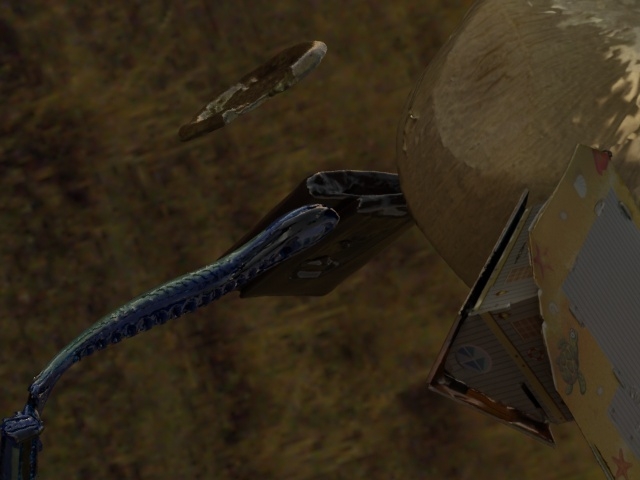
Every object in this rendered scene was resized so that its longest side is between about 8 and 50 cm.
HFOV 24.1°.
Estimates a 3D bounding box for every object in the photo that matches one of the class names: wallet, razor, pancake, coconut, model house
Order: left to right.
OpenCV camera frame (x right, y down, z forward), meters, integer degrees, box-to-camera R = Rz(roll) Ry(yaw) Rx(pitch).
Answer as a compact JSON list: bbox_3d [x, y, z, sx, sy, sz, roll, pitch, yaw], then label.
[{"bbox_3d":[-0.112,0.054,1.080,0.056,0.324,0.093,43,-31,16],"label":"razor"},{"bbox_3d":[-0.094,-0.202,2.034,0.029,0.235,0.212,57,-8,-15],"label":"pancake"},{"bbox_3d":[0.000,0.000,1.535,0.182,0.229,0.049,1,63,-37],"label":"wallet"},{"bbox_3d":[0.154,0.072,1.034,0.207,0.136,0.219,53,43,-20],"label":"model house"},{"bbox_3d":[0.255,-0.092,1.250,0.360,0.346,0.346,140,-64,-66],"label":"coconut"}]
